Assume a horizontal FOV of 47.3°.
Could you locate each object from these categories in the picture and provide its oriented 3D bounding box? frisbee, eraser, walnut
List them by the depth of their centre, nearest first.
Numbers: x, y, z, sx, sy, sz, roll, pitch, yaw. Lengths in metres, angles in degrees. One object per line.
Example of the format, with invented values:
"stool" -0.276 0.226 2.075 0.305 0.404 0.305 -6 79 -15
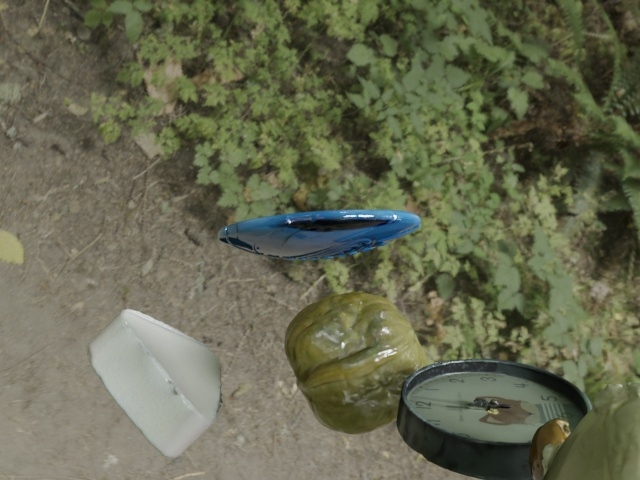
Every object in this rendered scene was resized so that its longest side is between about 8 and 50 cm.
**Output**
"frisbee" 0.000 0.000 0.869 0.242 0.242 0.045 -2 83 -32
"walnut" 0.076 0.248 1.531 0.277 0.253 0.282 -21 109 -13
"eraser" -0.353 0.324 1.718 0.331 0.331 0.150 42 100 -16

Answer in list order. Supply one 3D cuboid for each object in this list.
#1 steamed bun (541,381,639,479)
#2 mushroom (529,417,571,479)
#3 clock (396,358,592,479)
"steamed bun" 0.310 0.319 0.679 0.333 0.233 0.312 60 35 -20
"mushroom" 0.454 0.321 0.969 0.350 0.128 0.128 12 68 5
"clock" 0.290 0.289 1.224 0.325 0.325 0.067 -9 107 -33
